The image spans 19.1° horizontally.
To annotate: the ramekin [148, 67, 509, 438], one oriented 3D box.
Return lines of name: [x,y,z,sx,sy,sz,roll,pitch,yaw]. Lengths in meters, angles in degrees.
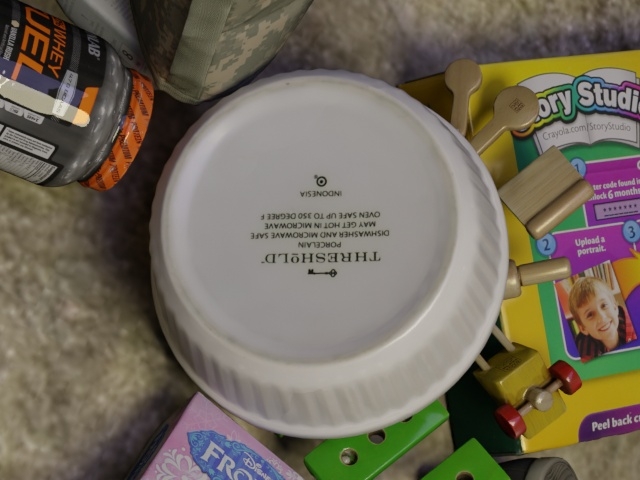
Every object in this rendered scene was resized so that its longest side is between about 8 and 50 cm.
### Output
ramekin: [0.000,0.000,1.369,0.273,0.127,0.273,-2,75,7]

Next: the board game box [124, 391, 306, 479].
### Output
board game box: [-0.043,0.312,1.312,0.319,0.066,0.318,40,41,-8]

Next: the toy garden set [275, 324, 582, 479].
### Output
toy garden set: [0.056,0.102,1.450,0.204,0.049,0.244,-37,72,-17]

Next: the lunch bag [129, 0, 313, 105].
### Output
lunch bag: [-0.043,-0.258,1.322,0.169,0.235,0.287,25,64,-4]

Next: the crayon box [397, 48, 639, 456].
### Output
crayon box: [0.263,-0.002,1.607,0.363,0.106,0.313,-8,86,-29]

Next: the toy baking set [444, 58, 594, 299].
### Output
toy baking set: [0.076,-0.033,1.459,0.256,0.030,0.196,-16,69,3]

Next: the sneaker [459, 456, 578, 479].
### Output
sneaker: [0.166,0.273,1.520,0.083,0.118,0.222,-29,108,-48]

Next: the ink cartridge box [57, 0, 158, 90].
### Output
ink cartridge box: [-0.148,-0.256,1.449,0.232,0.066,0.189,40,65,4]

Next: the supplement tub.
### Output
supplement tub: [-0.221,-0.110,1.338,0.190,0.117,0.117,22,73,-26]
